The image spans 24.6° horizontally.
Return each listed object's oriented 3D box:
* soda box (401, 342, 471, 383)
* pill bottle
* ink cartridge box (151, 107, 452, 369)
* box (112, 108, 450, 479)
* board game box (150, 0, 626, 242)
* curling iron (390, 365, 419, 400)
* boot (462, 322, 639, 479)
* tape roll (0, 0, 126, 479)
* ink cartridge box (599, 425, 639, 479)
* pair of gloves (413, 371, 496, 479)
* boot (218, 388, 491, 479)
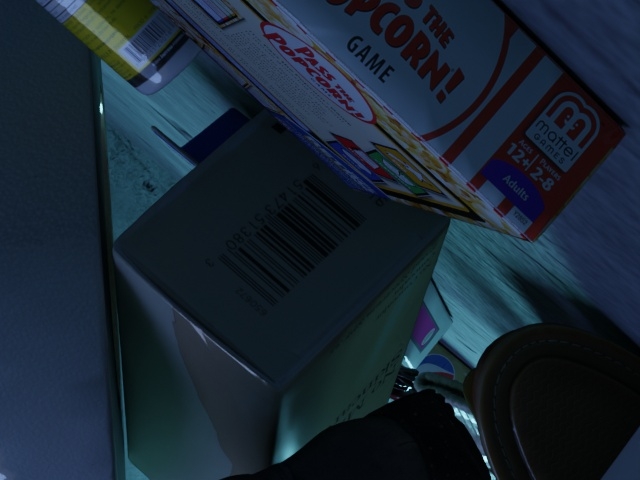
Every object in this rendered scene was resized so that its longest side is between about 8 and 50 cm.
[{"bbox_3d":[0.104,0.132,1.643,0.181,0.061,0.058,40,176,10],"label":"soda box"},{"bbox_3d":[-0.102,-0.127,0.674,0.116,0.065,0.065,42,176,-17],"label":"pill bottle"},{"bbox_3d":[0.000,0.000,1.128,0.176,0.069,0.371,38,178,17],"label":"ink cartridge box"},{"bbox_3d":[-0.032,0.068,0.887,0.121,0.148,0.311,39,156,15],"label":"box"},{"bbox_3d":[-0.002,-0.071,0.482,0.147,0.045,0.193,42,176,-15],"label":"board game box"},{"bbox_3d":[0.133,0.144,1.172,0.274,0.035,0.068,19,175,33],"label":"curling iron"},{"bbox_3d":[0.143,0.107,0.832,0.283,0.109,0.220,34,-176,-30],"label":"boot"},{"bbox_3d":[-0.167,0.007,0.927,0.072,0.392,0.392,-4,180,-8],"label":"tape roll"},{"bbox_3d":[0.152,0.186,0.615,0.092,0.218,0.158,36,178,-22],"label":"ink cartridge box"},{"bbox_3d":[0.187,0.188,1.092,0.240,0.042,0.204,20,160,23],"label":"pair of gloves"},{"bbox_3d":[-0.058,0.214,0.835,0.118,0.222,0.338,54,144,33],"label":"boot"}]
